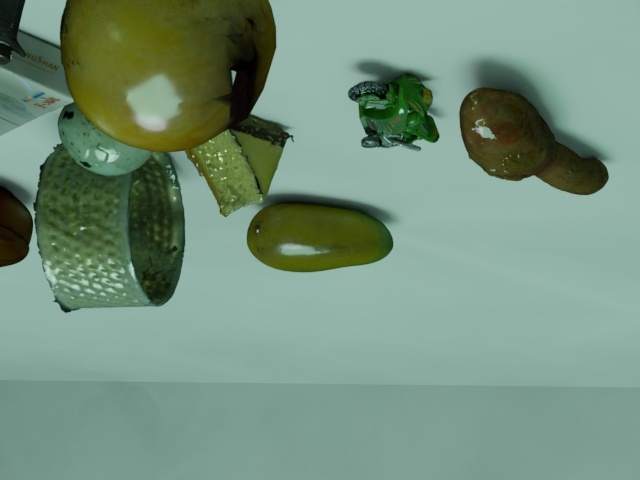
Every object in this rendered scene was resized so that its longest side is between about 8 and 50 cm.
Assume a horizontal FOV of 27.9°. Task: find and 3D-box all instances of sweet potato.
[{"bbox_3d":[0.275,-0.123,1.726,0.109,0.109,0.385,-4,166,31],"label":"sweet potato"}]

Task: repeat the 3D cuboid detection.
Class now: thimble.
[{"bbox_3d":[-0.316,-0.021,1.978,0.150,0.271,0.271,-1,162,13],"label":"thimble"}]

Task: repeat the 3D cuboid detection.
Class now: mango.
[{"bbox_3d":[0.000,0.000,2.195,0.251,0.114,0.156,7,156,1],"label":"mango"}]

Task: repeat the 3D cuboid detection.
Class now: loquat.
[{"bbox_3d":[-0.162,-0.213,1.367,0.235,0.235,0.235,6,163,2],"label":"loquat"}]

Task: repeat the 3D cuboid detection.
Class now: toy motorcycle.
[{"bbox_3d":[0.100,-0.169,1.696,0.106,0.074,0.190,-7,161,11],"label":"toy motorcycle"}]

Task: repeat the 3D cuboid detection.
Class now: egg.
[{"bbox_3d":[-0.298,-0.151,1.773,0.164,0.131,0.131,-3,162,43],"label":"egg"}]

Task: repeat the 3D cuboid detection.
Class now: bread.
[{"bbox_3d":[-0.135,-0.121,1.882,0.152,0.127,0.147,33,153,-22],"label":"bread"}]

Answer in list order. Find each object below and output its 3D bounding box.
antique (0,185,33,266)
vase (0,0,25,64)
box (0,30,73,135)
[{"bbox_3d":[-0.635,-0.028,2.298,0.278,0.129,0.223,-9,158,41],"label":"antique"},{"bbox_3d":[-0.314,-0.266,1.307,0.120,0.183,0.120,5,164,1],"label":"vase"},{"bbox_3d":[-0.441,-0.213,1.729,0.149,0.067,0.233,19,158,-38],"label":"box"}]
